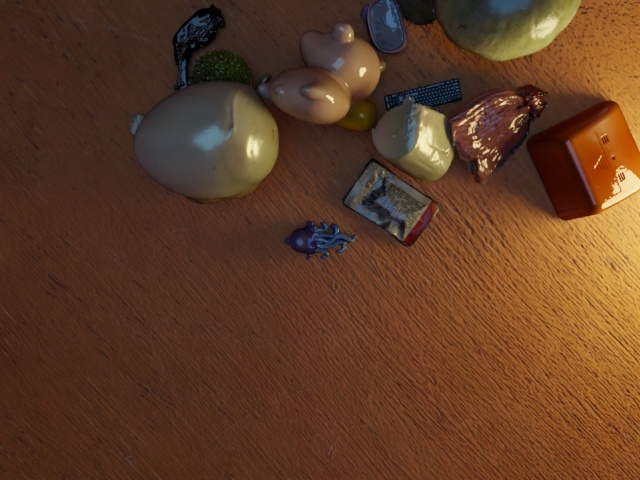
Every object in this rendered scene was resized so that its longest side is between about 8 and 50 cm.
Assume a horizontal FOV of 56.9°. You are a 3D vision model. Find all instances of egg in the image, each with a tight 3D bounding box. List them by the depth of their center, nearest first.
[{"bbox_3d":[-0.276,-0.236,1.428,0.345,0.283,0.282,-11,98,6],"label":"egg"}]

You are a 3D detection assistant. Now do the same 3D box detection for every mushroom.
[{"bbox_3d":[0.455,-0.613,1.448,0.353,0.260,0.351,0,94,8],"label":"mushroom"}]

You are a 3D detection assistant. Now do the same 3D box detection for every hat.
[{"bbox_3d":[0.472,-0.308,1.558,0.286,0.107,0.236,-40,129,0],"label":"hat"}]

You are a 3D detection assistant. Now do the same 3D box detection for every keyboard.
[{"bbox_3d":[0.279,-0.388,1.610,0.205,0.013,0.061,-13,97,5],"label":"keyboard"}]

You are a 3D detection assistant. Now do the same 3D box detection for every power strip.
[{"bbox_3d":[-0.420,-0.280,1.652,0.253,0.027,0.060,25,99,-1],"label":"power strip"}]

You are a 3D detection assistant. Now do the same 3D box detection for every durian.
[{"bbox_3d":[-0.270,-0.416,1.567,0.198,0.159,0.146,-32,62,33],"label":"durian"}]

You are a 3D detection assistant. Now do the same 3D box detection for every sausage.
[{"bbox_3d":[-0.179,-0.404,1.625,0.024,0.024,0.132,36,99,-3],"label":"sausage"}]

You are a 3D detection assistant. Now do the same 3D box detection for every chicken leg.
[{"bbox_3d":[-0.350,-0.524,1.604,0.106,0.051,0.253,28,101,-7],"label":"chicken leg"}]

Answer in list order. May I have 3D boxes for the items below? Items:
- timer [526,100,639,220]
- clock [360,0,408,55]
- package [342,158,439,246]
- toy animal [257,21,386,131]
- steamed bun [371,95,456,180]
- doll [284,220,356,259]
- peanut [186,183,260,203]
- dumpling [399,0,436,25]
[{"bbox_3d":[0.734,-0.214,1.571,0.250,0.161,0.257,-28,96,-9],"label":"timer"},{"bbox_3d":[0.166,-0.563,1.555,0.110,0.050,0.152,-12,103,18],"label":"clock"},{"bbox_3d":[0.196,-0.101,1.647,0.239,0.030,0.154,34,97,-2],"label":"package"},{"bbox_3d":[0.006,-0.426,1.476,0.278,0.345,0.246,34,112,31],"label":"toy animal"},{"bbox_3d":[0.236,-0.274,1.531,0.170,0.226,0.199,18,87,43],"label":"steamed bun"},{"bbox_3d":[0.000,0.000,1.657,0.206,0.067,0.109,0,84,-8],"label":"doll"},{"bbox_3d":[-0.259,-0.177,1.613,0.253,0.122,0.137,-8,90,1],"label":"peanut"},{"bbox_3d":[0.210,-0.721,1.529,0.086,0.166,0.332,-36,119,-34],"label":"dumpling"}]
